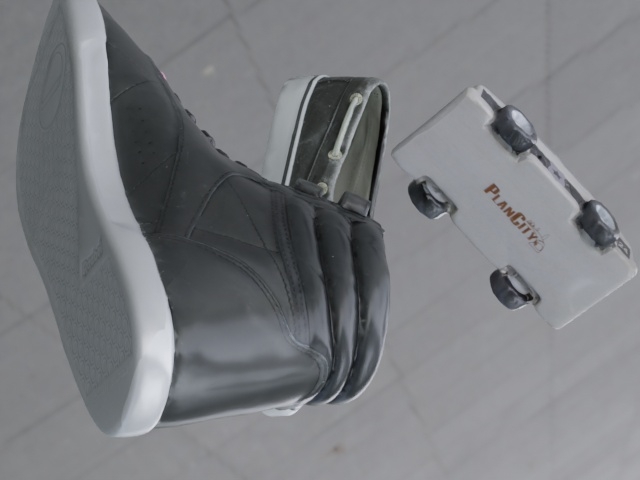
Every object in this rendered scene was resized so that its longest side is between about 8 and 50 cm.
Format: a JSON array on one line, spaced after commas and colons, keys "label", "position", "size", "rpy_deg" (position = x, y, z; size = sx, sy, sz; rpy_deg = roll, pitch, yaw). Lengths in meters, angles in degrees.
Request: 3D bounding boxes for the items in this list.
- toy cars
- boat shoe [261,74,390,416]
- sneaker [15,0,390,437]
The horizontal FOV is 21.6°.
[{"label": "toy cars", "position": [0.246, -0.017, 1.217], "size": [0.087, 0.394, 0.176], "rpy_deg": [-67, 165, -61]}, {"label": "boat shoe", "position": [0.000, 0.000, 1.030], "size": [0.070, 0.219, 0.078], "rpy_deg": [1, 165, 27]}, {"label": "sneaker", "position": [-0.059, -0.017, 0.820], "size": [0.147, 0.296, 0.104], "rpy_deg": [5, 128, -26]}]
